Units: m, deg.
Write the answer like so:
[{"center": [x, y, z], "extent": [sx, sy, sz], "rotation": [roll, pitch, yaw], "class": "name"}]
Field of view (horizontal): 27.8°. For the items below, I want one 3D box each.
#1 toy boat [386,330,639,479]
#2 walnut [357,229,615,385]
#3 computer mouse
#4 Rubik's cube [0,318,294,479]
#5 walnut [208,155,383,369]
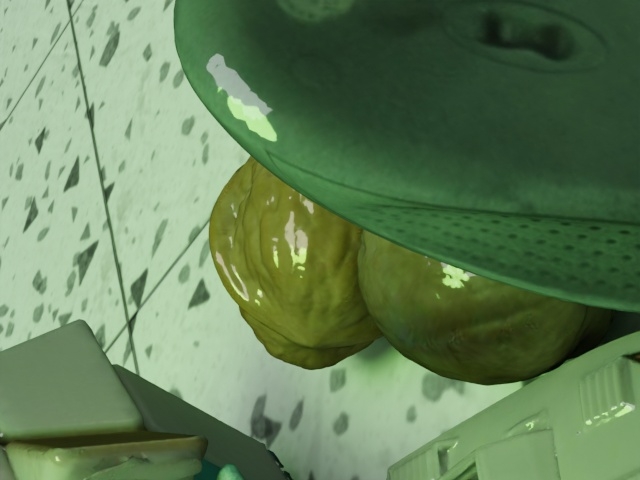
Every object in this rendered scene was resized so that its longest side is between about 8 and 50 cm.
[{"center": [0.141, 0.116, 0.644], "extent": [0.295, 0.088, 0.129], "rotation": [-39, 45, 39], "class": "toy boat"}, {"center": [0.094, 0.012, 0.723], "extent": [0.162, 0.140, 0.140], "rotation": [-17, 59, 59], "class": "walnut"}, {"center": [0.115, -0.061, 0.613], "extent": [0.122, 0.371, 0.188], "rotation": [95, -172, -60], "class": "computer mouse"}, {"center": [-0.150, 0.245, 0.770], "extent": [0.387, 0.368, 0.358], "rotation": [43, 126, 53], "class": "Rubik's cube"}, {"center": [0.000, 0.000, 0.857], "extent": [0.166, 0.149, 0.167], "rotation": [-168, 90, -86], "class": "walnut"}]
